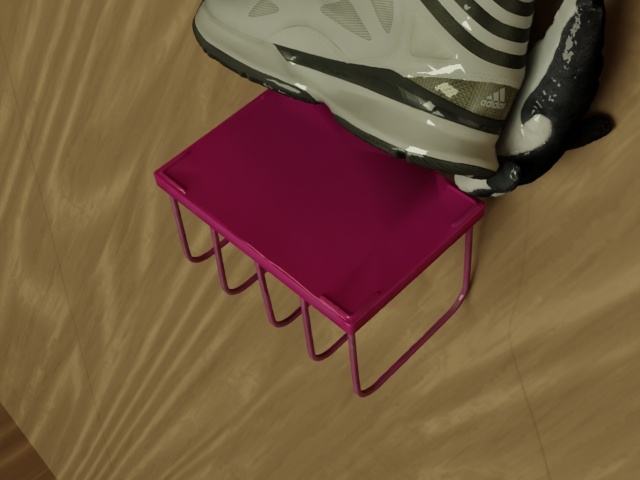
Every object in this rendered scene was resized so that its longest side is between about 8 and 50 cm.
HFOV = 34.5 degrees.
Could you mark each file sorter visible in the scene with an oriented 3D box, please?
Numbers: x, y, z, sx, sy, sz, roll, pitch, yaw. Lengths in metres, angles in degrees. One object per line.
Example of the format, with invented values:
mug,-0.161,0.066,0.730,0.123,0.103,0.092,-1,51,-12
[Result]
file sorter,0.000,0.000,1.136,0.290,0.202,0.182,36,152,28

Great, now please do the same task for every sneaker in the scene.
sneaker,0.050,-0.251,1.020,0.447,0.169,0.258,34,110,44

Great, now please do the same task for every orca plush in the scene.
orca plush,0.223,-0.133,0.950,0.151,0.102,0.287,-95,19,-48
